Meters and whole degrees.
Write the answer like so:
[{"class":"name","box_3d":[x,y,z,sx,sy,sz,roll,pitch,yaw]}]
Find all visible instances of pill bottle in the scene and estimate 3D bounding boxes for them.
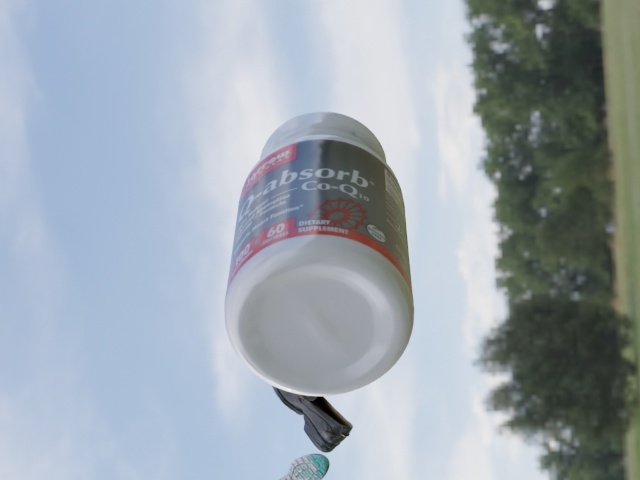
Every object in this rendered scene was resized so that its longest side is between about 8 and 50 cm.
[{"class":"pill bottle","box_3d":[0.000,0.000,1.493,0.363,0.210,0.210,-90,-11,-59]}]

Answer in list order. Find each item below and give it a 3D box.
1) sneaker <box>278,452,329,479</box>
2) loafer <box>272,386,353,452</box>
[{"class":"sneaker","box_3d":[-0.024,0.441,2.375,0.076,0.166,0.065,-28,-101,-42]},{"class":"loafer","box_3d":[-0.016,0.238,1.890,0.170,0.061,0.062,51,-155,2]}]
